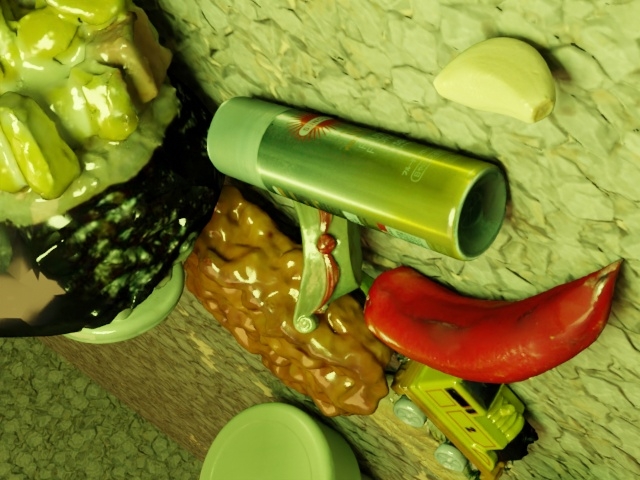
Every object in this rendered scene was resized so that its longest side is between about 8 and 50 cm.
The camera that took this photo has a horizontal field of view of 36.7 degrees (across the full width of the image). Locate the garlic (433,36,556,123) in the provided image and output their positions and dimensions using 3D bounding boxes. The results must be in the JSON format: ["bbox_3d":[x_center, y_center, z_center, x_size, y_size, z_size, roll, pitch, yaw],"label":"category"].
[{"bbox_3d":[0.121,-0.106,0.634,0.083,0.053,0.041,29,158,38],"label":"garlic"}]

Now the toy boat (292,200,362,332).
[{"bbox_3d":[0.001,0.001,0.961,0.071,0.185,0.089,-4,-173,15],"label":"toy boat"}]

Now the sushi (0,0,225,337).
[{"bbox_3d":[-0.285,-0.104,0.925,0.328,0.328,0.285,37,163,37],"label":"sushi"}]

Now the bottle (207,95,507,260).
[{"bbox_3d":[0.021,-0.061,0.839,0.286,0.082,0.082,21,151,38],"label":"bottle"}]

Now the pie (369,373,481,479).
[{"bbox_3d":[0.130,0.259,1.317,0.185,0.052,0.218,9,145,48],"label":"pie"}]

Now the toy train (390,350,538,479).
[{"bbox_3d":[0.166,0.187,1.082,0.219,0.089,0.127,47,146,-17],"label":"toy train"}]

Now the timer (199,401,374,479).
[{"bbox_3d":[-0.012,0.459,1.712,0.291,0.291,0.315,18,173,42],"label":"timer"}]

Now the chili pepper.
[{"bbox_3d":[0.143,0.067,0.915,0.368,0.092,0.137,3,110,50],"label":"chili pepper"}]

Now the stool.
[{"bbox_3d":[-0.277,0.000,1.209,0.195,0.195,0.199,18,140,16],"label":"stool"}]

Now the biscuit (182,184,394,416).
[{"bbox_3d":[-0.052,0.081,1.148,0.318,0.110,0.312,41,167,4],"label":"biscuit"}]
